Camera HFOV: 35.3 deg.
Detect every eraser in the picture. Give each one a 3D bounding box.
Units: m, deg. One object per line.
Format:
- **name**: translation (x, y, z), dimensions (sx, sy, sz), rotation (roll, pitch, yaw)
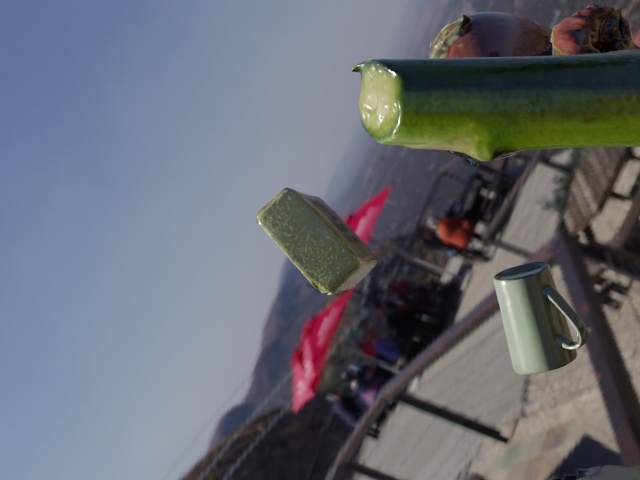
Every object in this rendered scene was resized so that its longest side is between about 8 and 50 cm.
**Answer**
- **eraser**: translation (0.000, 0.000, 1.106), dimensions (0.058, 0.117, 0.172), rotation (-45, -7, 6)

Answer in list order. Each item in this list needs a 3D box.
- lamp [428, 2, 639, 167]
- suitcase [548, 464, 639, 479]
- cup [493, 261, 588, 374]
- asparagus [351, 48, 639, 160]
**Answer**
- **lamp**: translation (0.194, -0.170, 1.017), dimensions (0.223, 0.151, 0.215), rotation (-25, -9, 10)
- **suitcase**: translation (0.271, 0.267, 0.760), dimensions (0.194, 0.235, 0.143), rotation (-27, -71, -60)
- **cup**: translation (0.180, 0.066, 0.835), dimensions (0.075, 0.054, 0.083), rotation (-144, 36, -79)
- **asparagus**: translation (0.156, -0.084, 0.607), dimensions (0.060, 0.278, 0.067), rotation (64, -154, -69)
